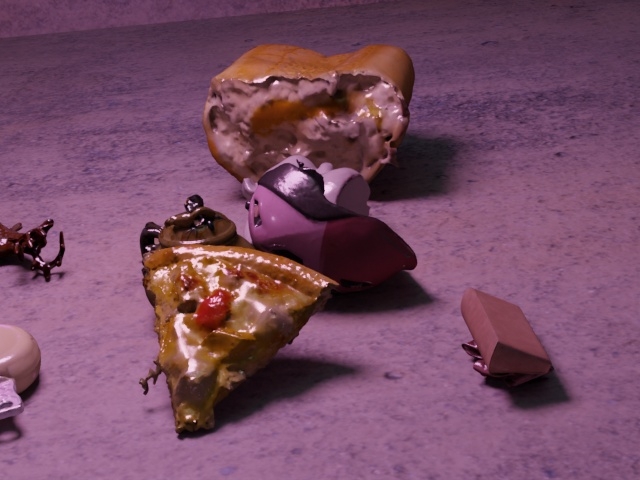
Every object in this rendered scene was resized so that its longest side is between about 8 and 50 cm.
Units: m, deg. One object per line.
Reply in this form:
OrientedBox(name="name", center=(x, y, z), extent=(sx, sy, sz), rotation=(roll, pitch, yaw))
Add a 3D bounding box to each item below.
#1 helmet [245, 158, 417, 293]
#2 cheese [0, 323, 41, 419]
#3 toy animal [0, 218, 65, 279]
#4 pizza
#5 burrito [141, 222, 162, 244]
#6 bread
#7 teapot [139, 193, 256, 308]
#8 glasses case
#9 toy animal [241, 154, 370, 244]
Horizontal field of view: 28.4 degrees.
OrientedBox(name="helmet", center=(0.000, 0.000, 1.850), extent=(0.154, 0.253, 0.198), rotation=(-45, 2, -7))
OrientedBox(name="cheese", center=(-0.423, 0.176, 1.638), extent=(0.137, 0.064, 0.227), rotation=(-16, 23, -18))
OrientedBox(name="toy animal", center=(-0.538, 0.014, 2.077), extent=(0.244, 0.087, 0.260), rotation=(-22, 26, -6))
OrientedBox(name="pizza", center=(-0.124, 0.119, 1.598), extent=(0.280, 0.075, 0.287), rotation=(2, 48, 10))
OrientedBox(name="burrito", center=(-0.247, 0.015, 2.040), extent=(0.045, 0.041, 0.185), rotation=(32, 3, -30))
OrientedBox(name="bread", center=(0.001, -0.227, 2.329), extent=(0.361, 0.250, 0.394), rotation=(2, 19, 9))
OrientedBox(name="teapot", center=(-0.179, 0.022, 1.813), extent=(0.173, 0.182, 0.269), rotation=(-23, 27, -36))
OrientedBox(name="glasses case", center=(0.238, 0.137, 1.618), extent=(0.103, 0.070, 0.193), rotation=(21, 17, -11))
OrientedBox(name="toy animal", center=(-0.028, -0.058, 2.061), extent=(0.193, 0.127, 0.178), rotation=(8, 27, 23))
